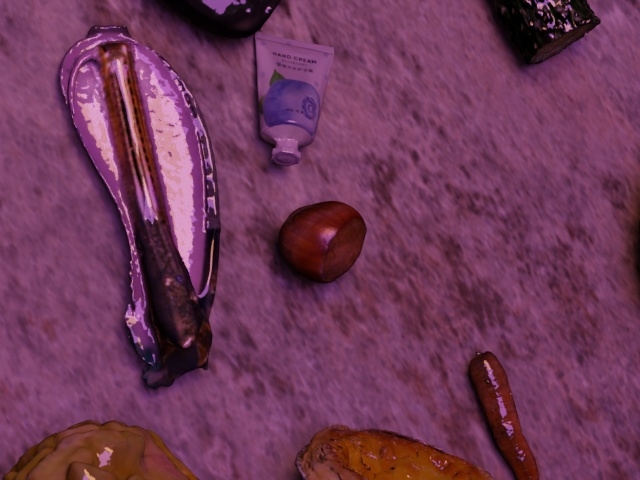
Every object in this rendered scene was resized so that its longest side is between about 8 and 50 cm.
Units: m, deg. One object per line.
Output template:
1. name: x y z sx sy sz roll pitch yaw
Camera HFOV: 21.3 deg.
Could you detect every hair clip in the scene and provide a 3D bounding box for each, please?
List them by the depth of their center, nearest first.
1. hair clip: -0.158 -0.042 1.636 0.110 0.095 0.359 -18 73 15

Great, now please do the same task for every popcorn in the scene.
1. popcorn: -0.180 0.272 1.478 0.259 0.212 0.259 0 74 1

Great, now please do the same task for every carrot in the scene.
1. carrot: 0.186 0.188 1.703 0.035 0.035 0.165 -18 87 -19

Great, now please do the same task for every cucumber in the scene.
1. cucumber: 0.171 -0.361 1.783 0.096 0.096 0.359 -27 85 -20

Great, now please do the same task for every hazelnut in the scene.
1. hazelnut: 0.000 0.000 1.667 0.086 0.086 0.086 3 78 -16

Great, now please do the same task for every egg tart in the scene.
1. egg tart: 0.080 0.254 1.574 0.234 0.234 0.094 20 106 -12

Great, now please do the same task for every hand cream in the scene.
1. hand cream: -0.030 -0.142 1.701 0.084 0.053 0.142 11 66 -14

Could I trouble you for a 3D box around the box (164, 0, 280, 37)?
1. box: -0.126 -0.422 1.707 0.359 0.091 0.350 37 72 -7
